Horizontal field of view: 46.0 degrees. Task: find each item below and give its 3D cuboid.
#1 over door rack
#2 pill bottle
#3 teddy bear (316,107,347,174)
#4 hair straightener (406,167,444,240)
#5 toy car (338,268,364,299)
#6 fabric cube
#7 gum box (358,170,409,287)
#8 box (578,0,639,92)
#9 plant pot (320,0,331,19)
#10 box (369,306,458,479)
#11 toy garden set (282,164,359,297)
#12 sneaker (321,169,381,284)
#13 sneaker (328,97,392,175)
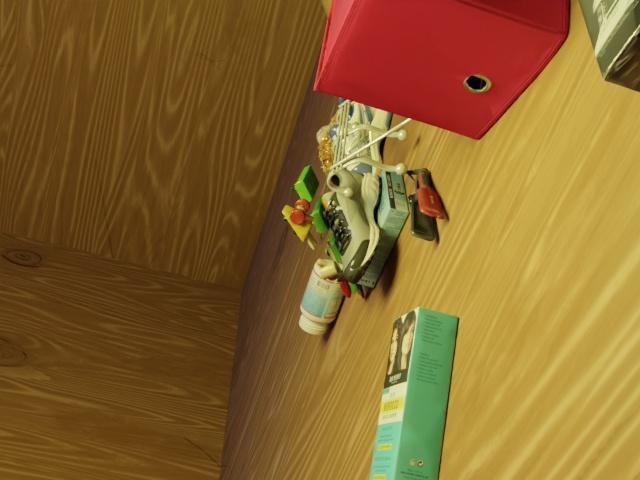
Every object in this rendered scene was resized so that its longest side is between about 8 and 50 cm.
[{"bbox_3d":[0.147,-0.242,1.361,0.324,0.108,0.239,-42,26,34],"label":"over door rack"},{"bbox_3d":[0.005,0.130,1.703,0.087,0.087,0.160,-96,24,-64],"label":"pill bottle"},{"bbox_3d":[0.070,-0.302,1.919,0.338,0.113,0.245,151,136,-76],"label":"teddy bear"},{"bbox_3d":[0.157,-0.056,1.248,0.230,0.047,0.089,-94,22,-62],"label":"hair straightener"},{"bbox_3d":[0.062,0.095,1.546,0.122,0.060,0.041,-83,-21,-69],"label":"toy car"},{"bbox_3d":[0.161,-0.334,1.034,0.254,0.258,0.259,125,157,-61],"label":"fabric cube"},{"bbox_3d":[0.114,-0.028,1.464,0.157,0.041,0.184,-91,19,-55],"label":"gum box"},{"bbox_3d":[0.316,-0.310,0.654,0.242,0.076,0.307,116,165,-46],"label":"box"},{"bbox_3d":[0.113,-0.539,1.776,0.237,0.237,0.254,121,148,-58],"label":"plant pot"},{"bbox_3d":[0.122,0.219,1.002,0.100,0.060,0.244,130,153,-67],"label":"box"},{"bbox_3d":[0.000,0.000,1.433,0.244,0.049,0.204,63,-164,-16],"label":"toy garden set"},{"bbox_3d":[0.050,-0.029,1.395,0.272,0.108,0.100,-89,19,-45],"label":"sneaker"},{"bbox_3d":[0.072,-0.200,1.695,0.112,0.131,0.297,138,144,-69],"label":"sneaker"}]
